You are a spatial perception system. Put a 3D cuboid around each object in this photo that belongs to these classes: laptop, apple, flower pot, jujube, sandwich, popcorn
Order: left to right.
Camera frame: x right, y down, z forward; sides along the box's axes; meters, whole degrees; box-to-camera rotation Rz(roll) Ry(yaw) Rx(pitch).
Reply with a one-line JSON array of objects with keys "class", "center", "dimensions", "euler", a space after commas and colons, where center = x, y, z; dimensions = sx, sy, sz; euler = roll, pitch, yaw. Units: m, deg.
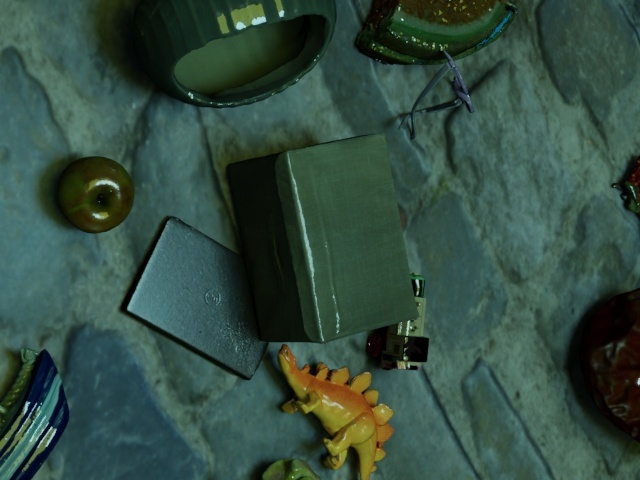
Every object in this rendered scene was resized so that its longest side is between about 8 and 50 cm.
[{"class": "apple", "center": [-0.259, -0.052, 1.583], "dimensions": [0.089, 0.074, 0.089], "euler": [-1, 93, -29]}, {"class": "laptop", "center": [-0.136, 0.071, 1.688], "dimensions": [0.197, 0.016, 0.135], "euler": [33, 73, -27]}, {"class": "flower pot", "center": [-0.101, -0.254, 1.609], "dimensions": [0.243, 0.189, 0.157], "euler": [-20, 55, -23]}, {"class": "popcorn", "center": [-0.032, 0.323, 1.708], "dimensions": [0.097, 0.089, 0.109], "euler": [-7, 90, -41]}, {"class": "sandwich", "center": [0.167, -0.306, 1.823], "dimensions": [0.235, 0.079, 0.159], "euler": [3, 89, -29]}, {"class": "jujube", "center": [0.481, 0.185, 1.938], "dimensions": [0.232, 0.213, 0.213], "euler": [42, 71, -21]}]

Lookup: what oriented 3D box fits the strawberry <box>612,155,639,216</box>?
[{"class": "strawberry", "center": [0.546, -0.080, 2.035], "dimensions": [0.208, 0.087, 0.167], "euler": [-40, 107, -25]}]

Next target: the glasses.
[{"class": "glasses", "center": [0.142, -0.183, 1.814], "dimensions": [0.104, 0.140, 0.062], "euler": [-28, 73, 6]}]

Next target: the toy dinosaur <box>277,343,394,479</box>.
[{"class": "toy dinosaur", "center": [0.037, 0.227, 1.758], "dimensions": [0.117, 0.070, 0.288], "euler": [-46, 116, -22]}]

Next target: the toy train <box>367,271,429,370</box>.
[{"class": "toy train", "center": [0.104, 0.101, 1.782], "dimensions": [0.050, 0.087, 0.138], "euler": [7, 87, -33]}]

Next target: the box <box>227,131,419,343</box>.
[{"class": "box", "center": [0.000, 0.000, 1.680], "dimensions": [0.155, 0.149, 0.231], "euler": [-14, 95, -32]}]

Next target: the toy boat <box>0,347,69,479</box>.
[{"class": "toy boat", "center": [-0.424, 0.166, 1.498], "dimensions": [0.291, 0.067, 0.220], "euler": [39, 72, -21]}]
